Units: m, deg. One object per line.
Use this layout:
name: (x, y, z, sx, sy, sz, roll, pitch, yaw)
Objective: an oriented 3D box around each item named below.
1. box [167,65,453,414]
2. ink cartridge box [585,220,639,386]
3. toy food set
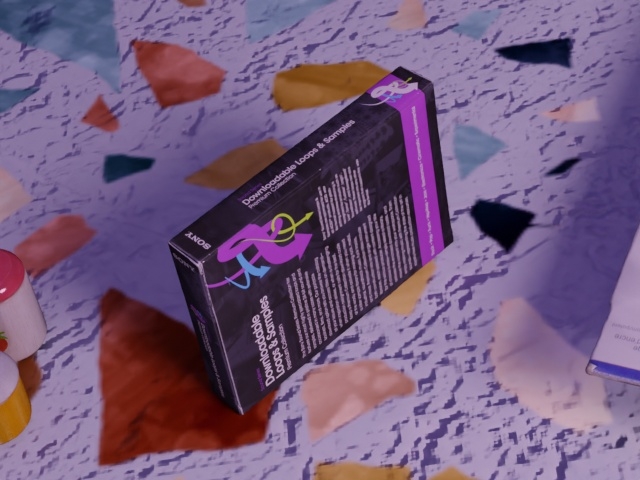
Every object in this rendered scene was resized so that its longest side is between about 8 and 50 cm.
box: (0.000, 0.000, 0.823, 0.029, 0.116, 0.162, 31, 58, 35)
ink cartridge box: (0.260, -0.018, 0.834, 0.165, 0.065, 0.332, 14, 49, 21)
toy food set: (-0.242, 0.012, 0.859, 0.232, 0.104, 0.111, 24, 55, 29)
